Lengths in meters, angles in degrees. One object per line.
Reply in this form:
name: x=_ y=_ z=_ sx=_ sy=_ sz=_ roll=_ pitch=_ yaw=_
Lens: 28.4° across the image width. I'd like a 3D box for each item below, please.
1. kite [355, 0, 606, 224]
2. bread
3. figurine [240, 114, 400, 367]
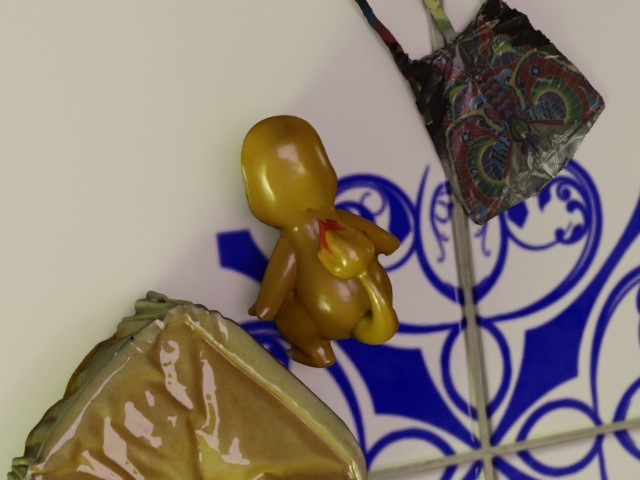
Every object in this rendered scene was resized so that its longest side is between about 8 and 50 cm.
kite: x=0.096 y=-0.156 z=0.946 sx=0.152 sy=0.015 sz=0.285 roll=-43 pitch=104 yaw=-16
bread: x=-0.085 y=0.157 z=0.824 sx=0.210 sy=0.110 sz=0.192 roll=42 pitch=69 yaw=-16
figurine: x=0.000 y=-0.001 z=0.851 sx=0.121 sy=0.122 sz=0.176 roll=-28 pitch=100 yaw=-16
